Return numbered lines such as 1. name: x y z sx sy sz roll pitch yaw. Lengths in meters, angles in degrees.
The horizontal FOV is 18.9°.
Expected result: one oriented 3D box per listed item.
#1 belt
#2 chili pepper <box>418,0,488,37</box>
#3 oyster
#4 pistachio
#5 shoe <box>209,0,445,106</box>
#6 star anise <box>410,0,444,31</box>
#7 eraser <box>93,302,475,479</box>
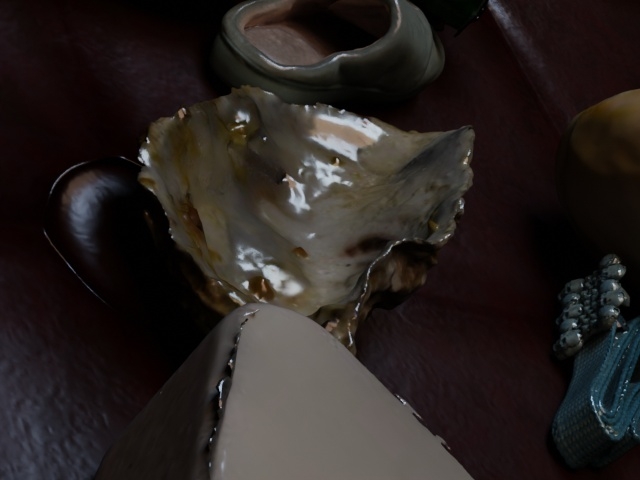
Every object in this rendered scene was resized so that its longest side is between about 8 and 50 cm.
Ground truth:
1. belt: 0.199 0.090 1.348 0.100 0.065 0.179 50 30 -5
2. chili pepper: 0.035 -0.247 1.453 0.227 0.088 0.059 30 18 -14
3. oyster: -0.026 -0.003 1.204 0.204 0.111 0.396 22 32 3
4. pistachio: 0.322 -0.006 1.449 0.309 0.230 0.230 40 28 27
5. shoe: 0.022 -0.156 1.426 0.103 0.100 0.251 50 35 15
6. star anise: 0.111 -0.270 1.599 0.126 0.220 0.190 -5 85 -15
7. eraser: -0.011 0.214 0.884 0.331 0.150 0.331 31 31 -21
